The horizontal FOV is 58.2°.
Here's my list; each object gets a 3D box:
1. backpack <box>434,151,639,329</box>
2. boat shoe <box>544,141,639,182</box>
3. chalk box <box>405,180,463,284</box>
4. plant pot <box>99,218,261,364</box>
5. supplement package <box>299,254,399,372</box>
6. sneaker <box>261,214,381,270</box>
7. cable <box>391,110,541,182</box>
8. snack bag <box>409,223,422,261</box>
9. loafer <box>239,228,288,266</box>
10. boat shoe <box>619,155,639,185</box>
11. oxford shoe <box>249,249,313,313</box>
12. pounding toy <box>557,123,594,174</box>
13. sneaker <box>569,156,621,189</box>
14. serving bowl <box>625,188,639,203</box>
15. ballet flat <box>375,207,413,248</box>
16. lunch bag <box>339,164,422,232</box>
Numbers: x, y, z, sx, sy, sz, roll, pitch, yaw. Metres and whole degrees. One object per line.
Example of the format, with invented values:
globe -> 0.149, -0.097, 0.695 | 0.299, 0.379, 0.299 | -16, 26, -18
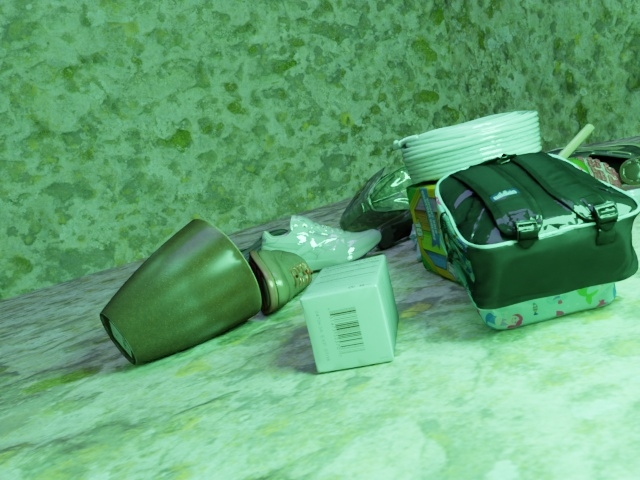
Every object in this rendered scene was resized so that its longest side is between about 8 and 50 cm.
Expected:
backpack -> 0.273, -0.015, 0.779 | 0.225, 0.191, 0.253 | -14, 33, 0
boat shoe -> 0.737, -0.206, 1.634 | 0.355, 0.132, 0.130 | -11, 8, 30
chalk box -> 0.294, -0.034, 1.025 | 0.180, 0.179, 0.289 | -16, 8, -8
plant pot -> -0.261, 0.110, 1.025 | 0.230, 0.215, 0.215 | -36, 19, -32
supplement package -> 0.047, 0.097, 0.809 | 0.105, 0.105, 0.179 | -13, 8, 12
sneaker -> 0.000, 0.000, 1.418 | 0.305, 0.152, 0.114 | -14, 6, -6
cable -> 0.281, -0.176, 1.079 | 0.257, 0.089, 0.257 | -15, 10, -5
snack bag -> 0.352, -0.074, 1.353 | 0.323, 0.037, 0.342 | -31, 7, 17
loafer -> -0.170, 0.048, 1.688 | 0.267, 0.096, 0.084 | -28, 34, -36
boat shoe -> 0.851, -0.173, 1.352 | 0.257, 0.095, 0.095 | 1, -5, 34
oxford shoe -> -0.079, 0.067, 1.208 | 0.130, 0.123, 0.348 | -10, 8, -6
pounding toy -> 0.474, -0.070, 1.087 | 0.183, 0.237, 0.110 | -34, 52, -12
sneaker -> 0.605, -0.137, 1.477 | 0.299, 0.121, 0.112 | 1, -29, 26
serving bowl -> 0.701, -0.094, 1.278 | 0.083, 0.027, 0.083 | -14, 8, 2
ballet flat -> 0.224, -0.038, 1.573 | 0.249, 0.084, 0.058 | -27, 15, -35
lunch bag -> 0.208, -0.123, 1.730 | 0.287, 0.169, 0.235 | -19, -8, -23
